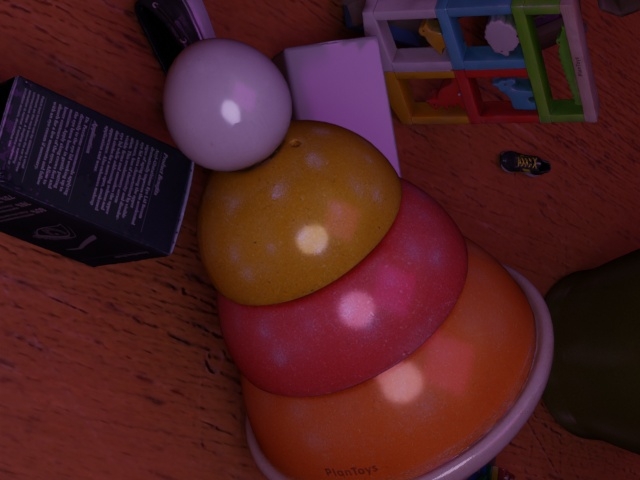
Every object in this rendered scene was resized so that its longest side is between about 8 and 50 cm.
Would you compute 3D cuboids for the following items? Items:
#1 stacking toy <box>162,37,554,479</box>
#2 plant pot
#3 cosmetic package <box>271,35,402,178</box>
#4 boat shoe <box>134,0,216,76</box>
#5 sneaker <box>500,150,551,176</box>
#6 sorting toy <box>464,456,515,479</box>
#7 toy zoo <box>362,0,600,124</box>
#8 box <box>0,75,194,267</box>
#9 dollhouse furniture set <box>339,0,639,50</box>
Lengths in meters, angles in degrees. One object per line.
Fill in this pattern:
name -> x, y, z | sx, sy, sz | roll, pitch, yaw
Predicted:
stacking toy -> 0.000, 0.000, 1.304 | 0.350, 0.351, 0.480 | -53, 131, -30
plant pot -> 0.480, 0.145, 1.733 | 0.366, 0.353, 0.366 | 5, 82, -40
cosmetic package -> 0.023, -0.111, 1.540 | 0.117, 0.085, 0.231 | -9, 90, -13
boat shoe -> -0.138, -0.167, 1.444 | 0.076, 0.080, 0.228 | -25, 100, -32
sneaker -> 0.278, -0.106, 1.801 | 0.083, 0.035, 0.031 | 7, 80, -39
sorting toy -> 0.198, 0.320, 1.625 | 0.132, 0.046, 0.274 | -23, 120, -61
toy zoo -> 0.171, -0.213, 1.579 | 0.192, 0.293, 0.030 | 64, 36, -46
box -> -0.253, -0.060, 1.289 | 0.207, 0.153, 0.108 | 24, 70, -36
dollhouse furniture set -> 0.208, -0.369, 1.622 | 0.303, 0.286, 0.198 | 7, 73, -42
